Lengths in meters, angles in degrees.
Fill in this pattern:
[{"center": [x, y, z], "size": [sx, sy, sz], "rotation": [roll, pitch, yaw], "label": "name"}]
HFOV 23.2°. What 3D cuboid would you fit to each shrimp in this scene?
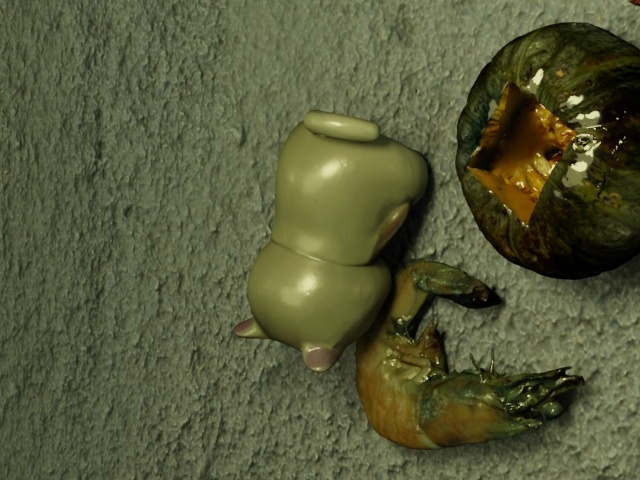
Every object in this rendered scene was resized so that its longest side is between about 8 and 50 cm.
[{"center": [0.195, 0.158, 2.141], "size": [0.445, 0.085, 0.272], "rotation": [-3, 84, 53], "label": "shrimp"}]

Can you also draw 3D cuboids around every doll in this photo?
[{"center": [0.020, -0.017, 2.228], "size": [0.215, 0.226, 0.370], "rotation": [23, 109, 34], "label": "doll"}]

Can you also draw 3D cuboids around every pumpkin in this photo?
[{"center": [0.302, -0.108, 1.908], "size": [0.320, 0.192, 0.320], "rotation": [6, 98, 50], "label": "pumpkin"}]

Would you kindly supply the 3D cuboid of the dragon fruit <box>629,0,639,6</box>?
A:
[{"center": [0.401, -0.308, 1.888], "size": [0.060, 0.056, 0.083], "rotation": [-35, 67, 43], "label": "dragon fruit"}]
